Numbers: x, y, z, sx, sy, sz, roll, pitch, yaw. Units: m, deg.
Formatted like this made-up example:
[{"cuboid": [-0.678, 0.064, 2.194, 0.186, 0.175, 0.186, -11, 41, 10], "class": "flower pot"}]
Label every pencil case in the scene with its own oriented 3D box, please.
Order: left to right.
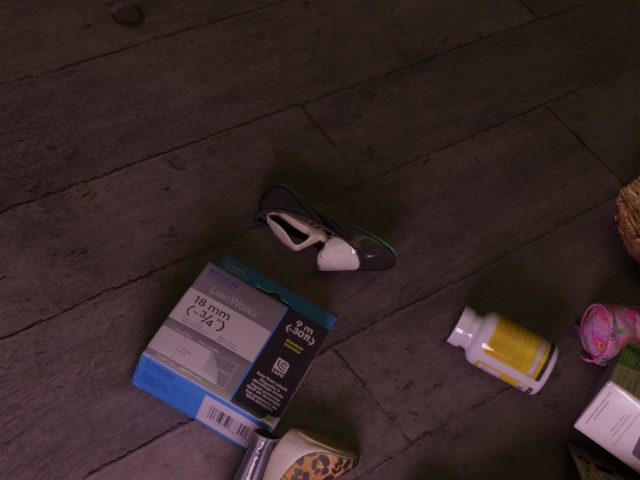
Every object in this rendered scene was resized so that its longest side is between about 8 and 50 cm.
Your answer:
[{"cuboid": [0.630, 0.186, 2.152, 0.284, 0.124, 0.124, 6, 51, -15], "class": "pencil case"}]

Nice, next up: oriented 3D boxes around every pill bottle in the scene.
[{"cuboid": [0.323, 0.191, 2.034, 0.184, 0.103, 0.103, 29, 48, 3], "class": "pill bottle"}]

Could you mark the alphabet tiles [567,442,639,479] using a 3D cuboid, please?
[{"cuboid": [0.538, 0.424, 1.913, 0.237, 0.009, 0.198, 23, 12, -2], "class": "alphabet tiles"}]

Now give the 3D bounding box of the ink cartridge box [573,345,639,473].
[{"cuboid": [0.597, 0.331, 1.973, 0.273, 0.114, 0.198, 36, 23, 10], "class": "ink cartridge box"}]

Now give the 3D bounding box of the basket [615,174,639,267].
[{"cuboid": [0.749, 0.009, 2.355, 0.213, 0.223, 0.299, -35, 67, -3], "class": "basket"}]

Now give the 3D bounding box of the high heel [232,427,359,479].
[{"cuboid": [-0.051, 0.390, 1.770, 0.093, 0.186, 0.261, 27, 6, 42], "class": "high heel"}]

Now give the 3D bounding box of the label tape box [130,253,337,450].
[{"cuboid": [-0.123, 0.155, 1.892, 0.241, 0.106, 0.333, 29, 48, 3], "class": "label tape box"}]

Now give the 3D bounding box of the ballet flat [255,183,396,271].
[{"cuboid": [0.000, 0.000, 2.084, 0.280, 0.095, 0.096, 29, 57, 17], "class": "ballet flat"}]
